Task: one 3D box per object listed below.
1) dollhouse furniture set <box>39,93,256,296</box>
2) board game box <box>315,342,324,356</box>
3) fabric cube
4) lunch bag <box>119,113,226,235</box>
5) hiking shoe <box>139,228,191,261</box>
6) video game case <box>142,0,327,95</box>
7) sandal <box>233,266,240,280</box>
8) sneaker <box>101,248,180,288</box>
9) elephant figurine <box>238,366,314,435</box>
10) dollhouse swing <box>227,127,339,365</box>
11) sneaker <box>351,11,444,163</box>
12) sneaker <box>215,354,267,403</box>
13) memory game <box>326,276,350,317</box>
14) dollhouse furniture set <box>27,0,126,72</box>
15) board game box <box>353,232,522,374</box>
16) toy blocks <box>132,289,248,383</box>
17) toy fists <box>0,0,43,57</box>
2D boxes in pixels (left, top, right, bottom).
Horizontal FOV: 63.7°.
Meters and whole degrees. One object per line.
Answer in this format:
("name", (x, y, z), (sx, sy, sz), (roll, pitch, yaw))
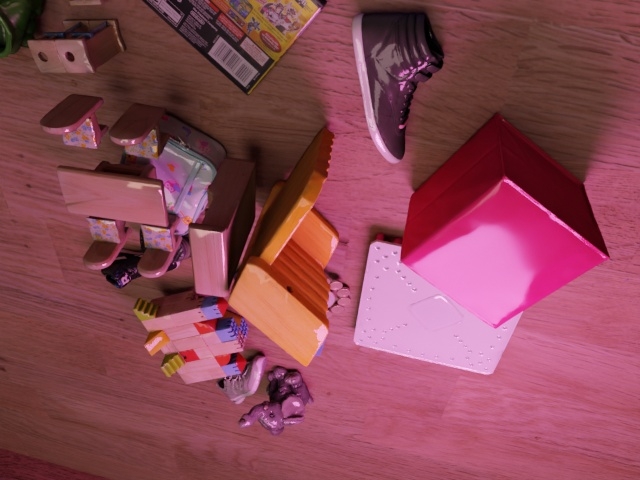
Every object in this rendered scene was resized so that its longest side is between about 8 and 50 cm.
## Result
("dollhouse furniture set", (-0.354, -0.058, 1.061), (0.395, 0.256, 0.361), (8, 131, 2))
("board game box", (-0.047, 0.272, 1.535), (0.133, 0.033, 0.168), (20, 126, 6))
("fabric cube", (0.344, -0.038, 1.011), (0.254, 0.259, 0.258), (34, 128, -11))
("lunch bag", (-0.355, -0.150, 1.225), (0.224, 0.107, 0.279), (30, 131, -9))
("hiking shoe", (-0.395, 0.009, 1.378), (0.227, 0.114, 0.086), (16, 107, 40))
("video game case", (-0.168, -0.452, 0.968), (0.275, 0.035, 0.248), (40, 129, -16))
("sandal", (-0.121, 0.110, 1.405), (0.255, 0.054, 0.097), (-9, 125, 23))
("sneaker", (-0.516, 0.089, 1.463), (0.217, 0.121, 0.079), (1, 129, 16))
("elephant figurine", (-0.134, 0.545, 1.647), (0.186, 0.239, 0.169), (10, 130, 9))
("dollhouse swing", (0.000, 0.000, 1.098), (0.305, 0.346, 0.315), (-37, 112, 25))
("sneaker", (0.161, -0.280, 0.962), (0.147, 0.104, 0.295), (-2, 124, 24))
("sneaker", (-0.268, 0.456, 1.703), (0.115, 0.105, 0.281), (31, 131, -9))
("memory game", (-0.008, 0.159, 1.405), (0.187, 0.012, 0.186), (-3, 137, -3))
("dollhouse furniture set", (-0.498, -0.443, 1.011), (0.129, 0.129, 0.183), (5, 131, 13))
("board game box", (0.300, 0.172, 1.334), (0.391, 0.050, 0.389), (12, 131, 8))
("toy blocks", (-0.344, 0.287, 1.561), (0.261, 0.190, 0.381), (-13, 124, 12))
("toy fists", (-0.606, -0.496, 0.995), (0.096, 0.142, 0.279), (11, 133, -10))
